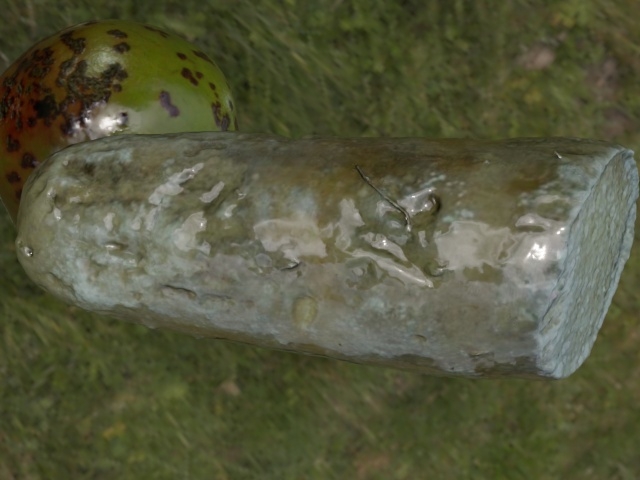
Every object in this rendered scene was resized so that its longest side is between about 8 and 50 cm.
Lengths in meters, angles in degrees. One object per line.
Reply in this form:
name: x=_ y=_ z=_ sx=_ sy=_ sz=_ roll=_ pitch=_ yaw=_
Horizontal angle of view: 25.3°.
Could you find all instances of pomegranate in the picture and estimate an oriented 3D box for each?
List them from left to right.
pomegranate: x=-0.158 y=-0.048 z=1.074 sx=0.198 sy=0.246 sz=0.198 roll=1 pitch=154 yaw=1

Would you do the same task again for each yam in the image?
yam: x=0.000 y=0.000 z=0.751 sx=0.330 sy=0.133 sz=0.133 roll=5 pitch=134 yaw=8
